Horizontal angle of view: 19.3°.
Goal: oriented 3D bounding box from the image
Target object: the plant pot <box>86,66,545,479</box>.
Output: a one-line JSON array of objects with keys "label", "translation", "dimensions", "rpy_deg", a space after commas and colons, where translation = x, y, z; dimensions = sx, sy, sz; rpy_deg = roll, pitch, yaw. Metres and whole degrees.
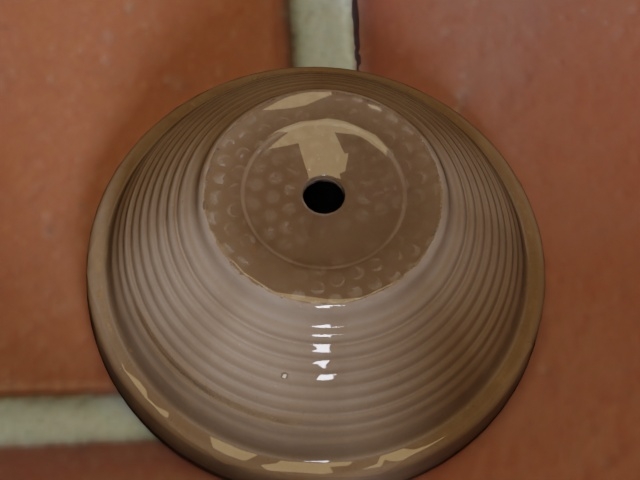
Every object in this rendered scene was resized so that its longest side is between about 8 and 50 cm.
[{"label": "plant pot", "translation": [0.000, 0.000, 0.941], "dimensions": [0.237, 0.110, 0.237], "rpy_deg": [1, 64, -3]}]
